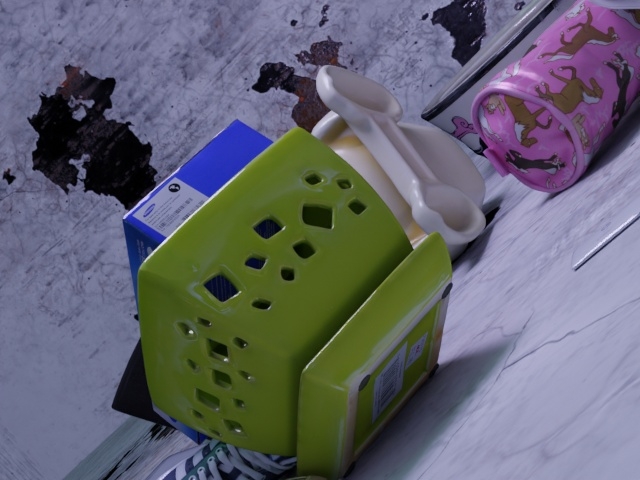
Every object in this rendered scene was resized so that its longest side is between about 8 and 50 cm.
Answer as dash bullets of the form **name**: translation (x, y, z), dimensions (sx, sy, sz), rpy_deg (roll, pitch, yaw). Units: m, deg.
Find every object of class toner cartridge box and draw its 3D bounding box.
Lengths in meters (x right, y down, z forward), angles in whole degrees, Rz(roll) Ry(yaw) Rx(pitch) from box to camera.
- **toner cartridge box**: translation (-0.106, 0.052, 1.408), dimensions (0.165, 0.075, 0.348), rpy_deg (-43, -26, -29)

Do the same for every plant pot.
- **plant pot**: translation (-0.189, 0.175, 2.091), dimensions (0.188, 0.187, 0.167), rpy_deg (-55, -21, -68)
- **plant pot**: translation (-0.013, 0.075, 1.254), dimensions (0.227, 0.207, 0.228), rpy_deg (-45, -24, -31)

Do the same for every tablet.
- **tablet**: translation (0.254, -0.008, 1.213), dimensions (0.083, 0.006, 0.054), rpy_deg (-42, 4, 21)

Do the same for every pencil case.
- **pencil case**: translation (0.336, -0.227, 1.615), dimensions (0.386, 0.160, 0.167), rpy_deg (-47, -33, -27)

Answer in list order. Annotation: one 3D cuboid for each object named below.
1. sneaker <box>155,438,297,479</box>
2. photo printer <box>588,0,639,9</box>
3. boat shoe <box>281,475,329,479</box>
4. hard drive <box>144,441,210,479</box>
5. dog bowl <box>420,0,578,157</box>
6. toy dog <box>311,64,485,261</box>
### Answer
- **sneaker**: translation (-0.088, 0.241, 1.415), dimensions (0.282, 0.099, 0.153), rpy_deg (-43, 1, -32)
- **photo printer**: translation (0.427, -0.350, 1.464), dimensions (0.256, 0.107, 0.307), rpy_deg (-45, 31, -24)
- **boat shoe**: translation (-0.033, 0.242, 1.243), dimensions (0.045, 0.050, 0.135), rpy_deg (-43, 12, -36)
- **hard drive**: translation (-0.234, 0.377, 1.892), dimensions (0.233, 0.047, 0.353), rpy_deg (-46, 4, -21)
- **dog bowl**: translation (0.351, -0.282, 2.119), dimensions (0.408, 0.150, 0.408), rpy_deg (-44, 5, 4)
- **toy dog**: translation (0.000, 0.000, 1.845), dimensions (0.408, 0.284, 0.395), rpy_deg (-43, -9, 22)
